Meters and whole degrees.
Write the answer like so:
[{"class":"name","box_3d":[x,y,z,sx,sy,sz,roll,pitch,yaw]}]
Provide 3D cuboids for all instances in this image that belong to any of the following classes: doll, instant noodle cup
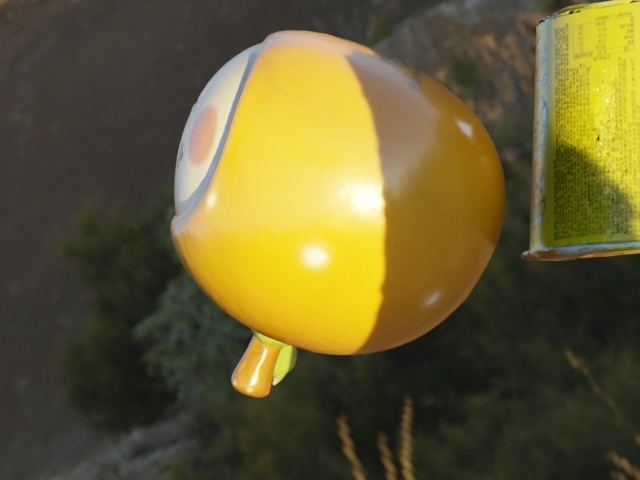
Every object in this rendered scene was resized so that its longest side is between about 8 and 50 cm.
[{"class":"doll","box_3d":[0.000,0.000,1.094,0.213,0.213,0.236,-115,43,-73]},{"class":"instant noodle cup","box_3d":[0.213,-0.067,1.106,0.205,0.153,0.205,-6,-1,0]}]
